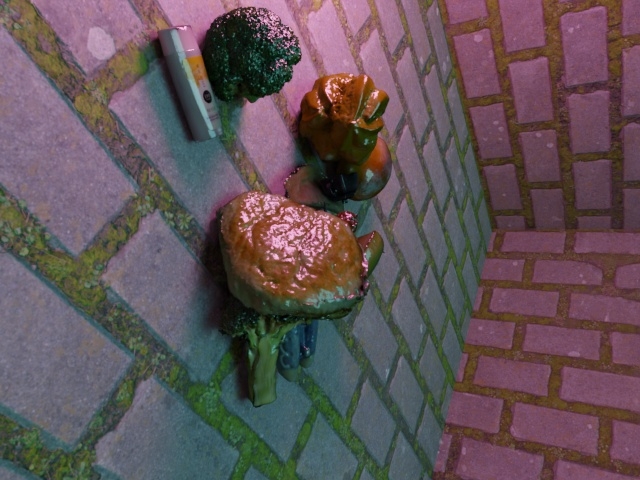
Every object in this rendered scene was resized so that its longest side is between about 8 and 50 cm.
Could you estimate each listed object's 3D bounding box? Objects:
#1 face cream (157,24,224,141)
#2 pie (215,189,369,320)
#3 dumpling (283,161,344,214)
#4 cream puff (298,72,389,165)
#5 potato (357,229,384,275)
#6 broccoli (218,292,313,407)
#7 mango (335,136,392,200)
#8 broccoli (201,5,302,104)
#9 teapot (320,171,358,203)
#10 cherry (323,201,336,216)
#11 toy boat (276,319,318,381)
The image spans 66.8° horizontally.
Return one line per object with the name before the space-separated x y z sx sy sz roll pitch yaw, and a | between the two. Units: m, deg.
face cream | -0.316 -0.383 1.194 0.107 0.073 0.269 -52 131 -57
pie | -0.078 0.047 1.306 0.418 0.180 0.395 10 47 -21
dumpling | -0.038 -0.172 1.620 0.332 0.086 0.166 12 63 -56
cream puff | 0.069 -0.424 1.591 0.270 0.274 0.323 132 -26 -78
potato | 0.089 0.118 1.639 0.112 0.269 0.255 42 58 -13
broccoli | -0.144 0.293 1.379 0.252 0.221 0.361 -43 137 -40
mango | 0.173 -0.286 1.857 0.221 0.199 0.384 69 25 -21
broccoli | -0.185 -0.485 1.284 0.269 0.261 0.241 60 -11 29
teapot | 0.072 -0.171 1.635 0.177 0.087 0.096 -19 97 -58
cherry | 0.000 0.000 1.594 0.213 0.183 0.266 8 106 -50
toy boat | -0.056 0.273 1.537 0.215 0.123 0.330 -11 102 -65
